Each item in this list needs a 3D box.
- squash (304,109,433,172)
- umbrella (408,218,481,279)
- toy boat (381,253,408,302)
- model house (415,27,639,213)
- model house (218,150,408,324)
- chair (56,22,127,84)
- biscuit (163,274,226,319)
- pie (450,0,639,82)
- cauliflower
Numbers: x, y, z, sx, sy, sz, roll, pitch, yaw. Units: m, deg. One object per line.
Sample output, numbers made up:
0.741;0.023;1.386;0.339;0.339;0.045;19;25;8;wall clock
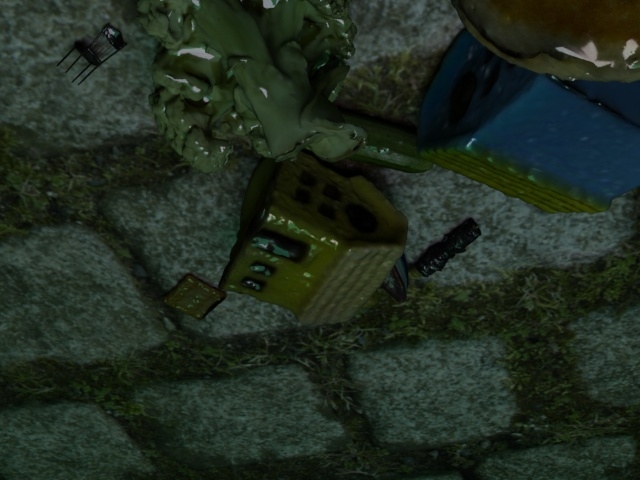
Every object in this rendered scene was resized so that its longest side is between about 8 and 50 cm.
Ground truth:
0.047;-0.138;1.109;0.228;0.066;0.066;12;135;-14;squash
0.193;0.019;1.288;0.037;0.040;0.144;21;134;-32;umbrella
0.089;0.024;1.293;0.080;0.046;0.229;-22;130;15;toy boat
0.275;-0.153;0.993;0.237;0.216;0.303;20;145;-20;model house
0.000;0.000;1.163;0.234;0.175;0.193;20;133;-15;model house
-0.288;-0.235;1.037;0.086;0.042;0.037;-45;130;-6;chair
-0.211;0.096;1.386;0.081;0.018;0.083;29;129;-26;biscuit
0.271;-0.313;0.774;0.339;0.339;0.077;-24;167;23;pie
-0.084;-0.190;0.902;0.260;0.281;0.327;-19;139;25;cauliflower
